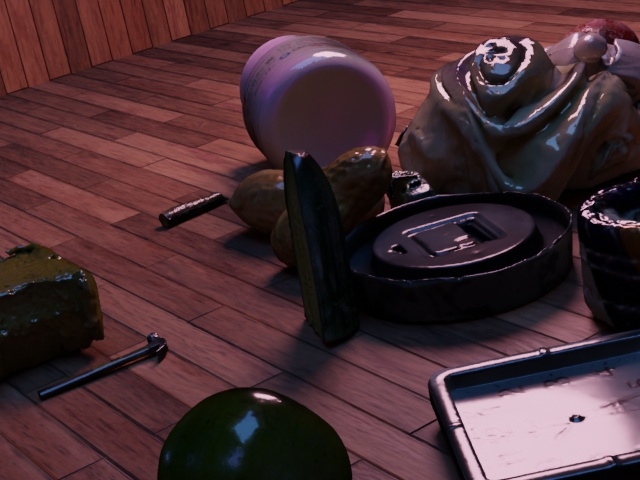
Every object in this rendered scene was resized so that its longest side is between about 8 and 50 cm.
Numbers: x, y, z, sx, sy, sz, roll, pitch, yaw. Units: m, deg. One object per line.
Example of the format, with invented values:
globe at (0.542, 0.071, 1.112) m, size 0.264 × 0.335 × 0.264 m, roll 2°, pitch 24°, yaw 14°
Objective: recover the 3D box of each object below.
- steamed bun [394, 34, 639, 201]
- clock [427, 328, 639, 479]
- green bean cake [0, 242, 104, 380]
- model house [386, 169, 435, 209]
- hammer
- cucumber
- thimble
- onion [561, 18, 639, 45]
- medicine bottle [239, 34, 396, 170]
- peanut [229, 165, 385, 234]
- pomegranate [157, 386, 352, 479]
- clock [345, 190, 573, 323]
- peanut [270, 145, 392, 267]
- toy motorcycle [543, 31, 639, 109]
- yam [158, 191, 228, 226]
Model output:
steamed bun at (0.302, -0.197, 2.067) m, size 0.394 × 0.237 × 0.346 m, roll -7°, pitch 21°, yaw 9°
clock at (0.265, 0.182, 1.364) m, size 0.279 × 0.049 × 0.273 m, roll -12°, pitch 20°, yaw -1°
green bean cake at (-0.432, 0.112, 1.810) m, size 0.236 × 0.124 × 0.233 m, roll -22°, pitch 22°, yaw -26°
model house at (0.141, -0.061, 2.024) m, size 0.066 × 0.078 × 0.083 m, roll -17°, pitch 22°, yaw -8°
hammer at (-0.281, 0.168, 1.739) m, size 0.182 × 0.017 × 0.062 m, roll -23°, pitch 23°, yaw -24°
cucumber at (0.000, 0.000, 1.725) m, size 0.063 × 0.243 × 0.115 m, roll -12°, pitch 8°, yaw -13°
thimble at (0.428, 0.007, 1.598) m, size 0.237 × 0.150 × 0.237 m, roll -10°, pitch 19°, yaw 3°
onion at (0.499, -0.324, 2.384) m, size 0.160 × 0.159 × 0.195 m, roll -8°, pitch 1°, yaw 10°
medicine bottle at (-0.018, -0.238, 2.336) m, size 0.241 × 0.241 × 0.302 m, roll -15°, pitch 21°, yaw -10°
peanut at (-0.019, -0.066, 2.075) m, size 0.275 × 0.111 × 0.125 m, roll 1°, pitch 20°, yaw 30°
pomegranate at (-0.073, 0.247, 1.231) m, size 0.187 × 0.187 × 0.225 m, roll 3°, pitch 49°, yaw 33°
clock at (0.184, 0.015, 1.816) m, size 0.325 × 0.067 × 0.325 m, roll -10°, pitch 20°, yaw 4°
peanut at (0.019, -0.047, 1.926) m, size 0.226 × 0.095 × 0.108 m, roll -46°, pitch 17°, yaw 12°
toy motorcycle at (0.448, -0.273, 2.251) m, size 0.341 × 0.223 × 0.107 m, roll 5°, pitch 65°, yaw 33°
yam at (-0.216, -0.057, 2.274) m, size 0.129 × 0.027 × 0.033 m, roll -26°, pitch 26°, yaw -35°
